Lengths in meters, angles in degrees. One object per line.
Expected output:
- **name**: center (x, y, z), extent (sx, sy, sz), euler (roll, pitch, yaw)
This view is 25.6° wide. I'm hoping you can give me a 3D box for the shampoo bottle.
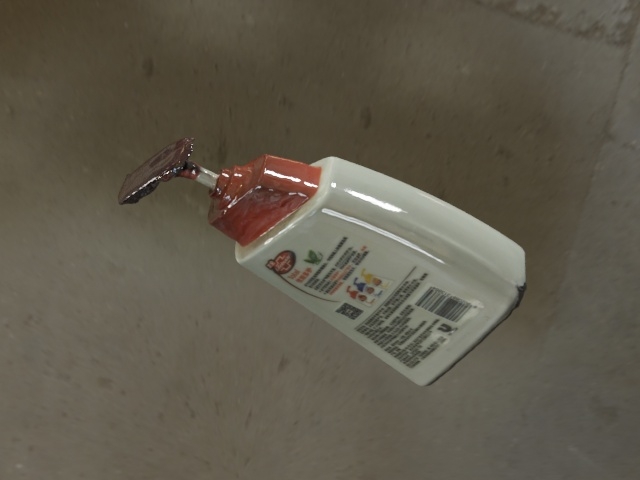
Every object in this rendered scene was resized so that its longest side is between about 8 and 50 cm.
- **shampoo bottle**: center (0.000, 0.000, 1.025), extent (0.284, 0.153, 0.071), euler (28, 45, -16)
